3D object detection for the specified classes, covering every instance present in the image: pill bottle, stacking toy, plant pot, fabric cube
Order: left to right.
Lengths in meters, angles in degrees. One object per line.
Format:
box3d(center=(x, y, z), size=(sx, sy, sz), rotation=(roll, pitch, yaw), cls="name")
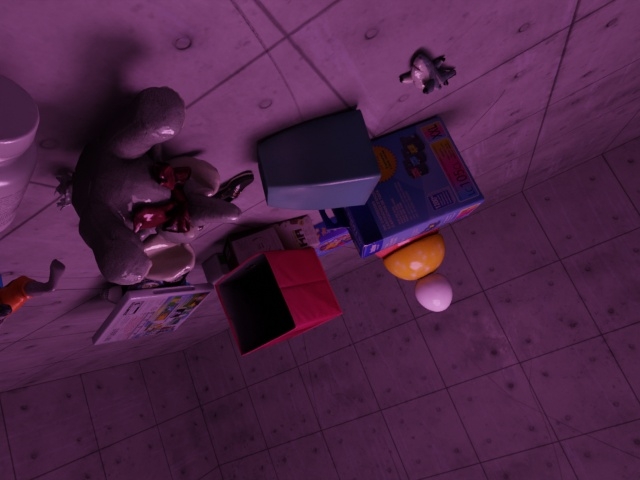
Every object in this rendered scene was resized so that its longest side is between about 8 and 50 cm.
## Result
box3d(center=(-0.443, -0.103, 0.535), size=(0.131, 0.131, 0.229), rotation=(-7, 160, -48), cls="pill bottle")
box3d(center=(-0.135, 0.189, 1.379), size=(0.254, 0.258, 0.258), rotation=(-33, 164, 31), cls="fabric cube")
box3d(center=(-0.016, -0.162, 0.945), size=(0.235, 0.165, 0.165), rotation=(-12, 165, -10), cls="plant pot")
box3d(center=(0.285, 0.010, 1.386), size=(0.351, 0.479, 0.350), rotation=(-21, 166, -5), cls="stacking toy")

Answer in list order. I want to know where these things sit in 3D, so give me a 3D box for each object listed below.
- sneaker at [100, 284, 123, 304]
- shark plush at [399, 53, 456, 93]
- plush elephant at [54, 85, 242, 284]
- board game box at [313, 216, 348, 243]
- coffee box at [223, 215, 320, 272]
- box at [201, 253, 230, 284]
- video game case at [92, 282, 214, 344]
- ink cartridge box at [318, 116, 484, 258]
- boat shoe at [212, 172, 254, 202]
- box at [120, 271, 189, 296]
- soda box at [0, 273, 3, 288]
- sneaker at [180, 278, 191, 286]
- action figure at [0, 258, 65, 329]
box3d(center=(-0.662, 0.187, 1.447), size=(0.095, 0.090, 0.235), rotation=(1, 166, -5), cls="sneaker")
box3d(center=(0.242, -0.344, 0.871), size=(0.161, 0.073, 0.067), rotation=(-8, 131, -33), cls="shark plush")
box3d(center=(-0.266, -0.063, 0.722), size=(0.330, 0.271, 0.256), rotation=(3, 173, 43), cls="plush elephant")
box3d(center=(0.000, 0.000, 1.750), size=(0.347, 0.078, 0.233), rotation=(-24, 166, 6), cls="board game box")
box3d(center=(-0.175, 0.026, 1.482), size=(0.298, 0.118, 0.168), rotation=(-16, 165, -25), cls="coffee box")
box3d(center=(-0.360, 0.103, 1.554), size=(0.102, 0.087, 0.101), rotation=(-33, 163, 37), cls="box")
box3d(center=(-0.569, 0.249, 1.442), size=(0.300, 0.036, 0.329), rotation=(-1, 146, -49), cls="video game case")
box3d(center=(0.184, -0.129, 1.137), size=(0.396, 0.269, 0.151), rotation=(-22, 165, -3), cls="ink cartridge box")
box3d(center=(-0.212, -0.121, 1.030), size=(0.133, 0.042, 0.049), rotation=(-29, 163, 20), cls="boat shoe")
box3d(center=(-0.524, 0.106, 1.328), size=(0.180, 0.077, 0.147), rotation=(-12, 162, -37), cls="box")
box3d(center=(-0.755, 0.083, 0.891), size=(0.071, 0.067, 0.210), rotation=(-17, 166, -20), cls="soda box")
box3d(center=(-0.559, 0.222, 1.602), size=(0.150, 0.135, 0.366), rotation=(-13, 165, -22), cls="sneaker")
box3d(center=(-0.685, 0.146, 0.754), size=(0.330, 0.178, 0.341), rotation=(-41, 161, 23), cls="action figure")
